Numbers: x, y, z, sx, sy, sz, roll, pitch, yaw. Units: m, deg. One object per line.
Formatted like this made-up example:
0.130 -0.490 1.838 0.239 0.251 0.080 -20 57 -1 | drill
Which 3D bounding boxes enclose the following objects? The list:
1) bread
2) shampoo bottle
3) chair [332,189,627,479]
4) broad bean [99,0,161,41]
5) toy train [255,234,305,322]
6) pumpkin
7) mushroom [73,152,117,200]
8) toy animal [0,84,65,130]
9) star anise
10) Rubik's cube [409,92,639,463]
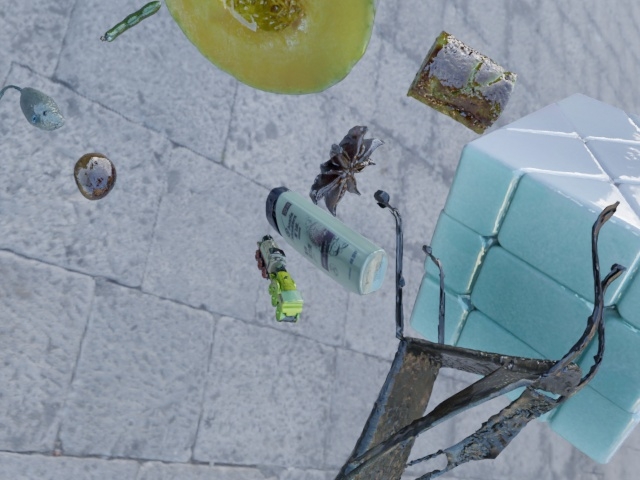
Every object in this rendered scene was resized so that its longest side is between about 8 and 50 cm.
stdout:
0.269 -0.297 1.137 0.172 0.103 0.131 29 77 -4 | bread
0.000 0.000 1.370 0.078 0.359 0.134 -18 128 -35 | shampoo bottle
0.092 0.085 0.385 0.174 0.149 0.213 38 67 -57 | chair
-0.593 -0.682 1.887 0.227 0.069 0.039 -42 118 -16 | broad bean
-0.091 0.076 1.289 0.053 0.249 0.085 3 123 -22 | toy train
-0.046 -0.401 0.862 0.332 0.333 0.199 53 47 -28 | pumpkin
-0.549 -0.157 1.483 0.123 0.052 0.123 11 77 -62 | mushroom
-0.686 -0.323 1.409 0.079 0.253 0.070 -55 154 -13 | toy animal
0.034 -0.100 0.835 0.141 0.042 0.141 -39 153 -24 | star anise
0.359 0.028 0.813 0.319 0.322 0.315 -27 139 -38 | Rubik's cube
